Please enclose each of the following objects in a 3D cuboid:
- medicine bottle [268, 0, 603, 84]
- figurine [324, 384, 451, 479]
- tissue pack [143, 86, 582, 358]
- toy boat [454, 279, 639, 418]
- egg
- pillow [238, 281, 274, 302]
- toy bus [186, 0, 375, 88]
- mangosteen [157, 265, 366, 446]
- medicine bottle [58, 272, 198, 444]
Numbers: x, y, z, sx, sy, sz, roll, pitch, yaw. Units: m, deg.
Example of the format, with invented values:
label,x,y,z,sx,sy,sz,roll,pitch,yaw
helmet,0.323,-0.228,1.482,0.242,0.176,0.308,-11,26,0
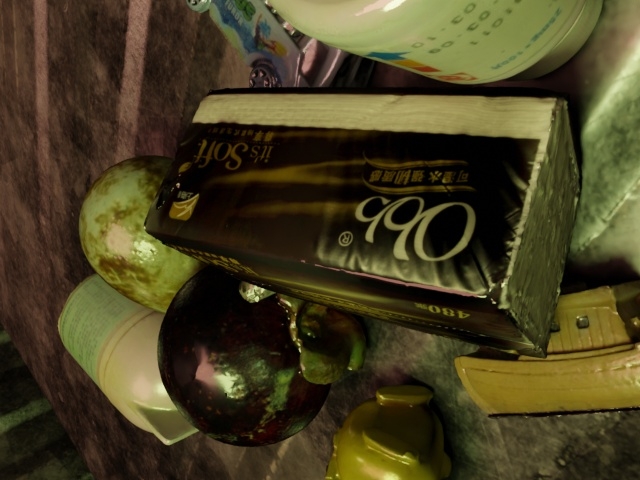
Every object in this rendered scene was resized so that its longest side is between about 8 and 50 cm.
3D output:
label,x,y,z,sx,sy,sz,roll,pitch,yaw
medicine bottle,0.100,-0.202,0.417,0.170,0.293,0.170,3,95,37
figurine,0.099,0.372,0.784,0.169,0.218,0.327,-6,108,24
tissue pack,0.039,-0.033,0.565,0.369,0.210,0.198,10,78,33
toy boat,0.268,0.096,0.552,0.321,0.089,0.122,-26,73,49
egg,-0.264,-0.004,0.975,0.238,0.238,0.289,-9,124,49
pillow,-0.001,0.000,0.745,0.051,0.241,0.093,59,-172,-47
toy bus,-0.063,-0.291,0.725,0.330,0.109,0.136,54,129,13
mangosteen,-0.090,0.153,0.841,0.288,0.288,0.288,23,123,40
medicine bottle,-0.317,0.235,1.138,0.406,0.235,0.236,28,127,37
